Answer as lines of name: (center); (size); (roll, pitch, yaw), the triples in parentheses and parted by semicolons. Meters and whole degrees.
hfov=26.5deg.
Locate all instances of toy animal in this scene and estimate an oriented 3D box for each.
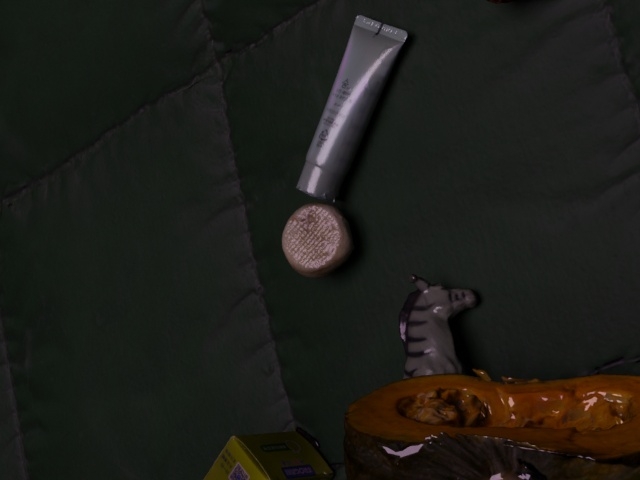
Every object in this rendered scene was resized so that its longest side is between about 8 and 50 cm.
toy animal: (0.109, 0.159, 1.386); (0.176, 0.073, 0.217); (48, 121, 39)

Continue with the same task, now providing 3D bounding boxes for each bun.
bun: (0.000, 0.000, 1.503); (0.086, 0.055, 0.086); (-4, 81, 26)

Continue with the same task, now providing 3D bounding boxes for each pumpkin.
pumpkin: (0.184, 0.247, 1.187); (0.325, 0.242, 0.232); (-2, 101, 20)

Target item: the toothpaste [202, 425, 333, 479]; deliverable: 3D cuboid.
toothpaste: (-0.116, 0.353, 1.530); (0.077, 0.110, 0.327); (46, 115, 31)

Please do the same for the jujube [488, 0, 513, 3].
jujube: (0.207, -0.284, 1.342); (0.129, 0.077, 0.077); (-26, 69, 26)

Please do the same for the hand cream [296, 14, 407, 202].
hand cream: (0.031, -0.144, 1.496); (0.078, 0.050, 0.205); (28, 99, 41)
